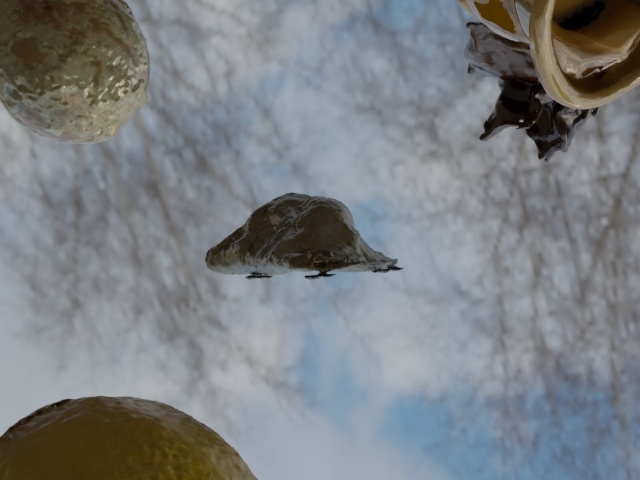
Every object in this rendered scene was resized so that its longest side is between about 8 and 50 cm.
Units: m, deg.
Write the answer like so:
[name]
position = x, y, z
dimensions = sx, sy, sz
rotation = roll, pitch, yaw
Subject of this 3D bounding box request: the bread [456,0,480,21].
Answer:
[bread]
position = 0.229, -0.315, 2.269
dimensions = 0.149, 0.073, 0.122
rotation = -52, -171, -17

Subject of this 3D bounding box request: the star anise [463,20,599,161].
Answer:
[star anise]
position = 0.261, -0.200, 1.940
dimensions = 0.346, 0.237, 0.148
rotation = -4, 180, -30

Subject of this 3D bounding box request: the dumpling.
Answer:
[dumpling]
position = -0.003, -0.003, 1.945
dimensions = 0.166, 0.086, 0.332
rotation = -7, -175, -20

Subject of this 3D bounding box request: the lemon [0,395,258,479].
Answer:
[lemon]
position = -0.164, 0.261, 1.557
dimensions = 0.293, 0.293, 0.293
rotation = -11, -142, 9

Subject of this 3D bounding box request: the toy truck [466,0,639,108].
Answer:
[toy truck]
position = 0.231, -0.266, 1.627
dimensions = 0.288, 0.204, 0.211
rotation = -39, -132, -12

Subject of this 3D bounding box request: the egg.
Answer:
[egg]
position = -0.322, -0.231, 2.428
dimensions = 0.203, 0.203, 0.245
rotation = -40, -96, -26
